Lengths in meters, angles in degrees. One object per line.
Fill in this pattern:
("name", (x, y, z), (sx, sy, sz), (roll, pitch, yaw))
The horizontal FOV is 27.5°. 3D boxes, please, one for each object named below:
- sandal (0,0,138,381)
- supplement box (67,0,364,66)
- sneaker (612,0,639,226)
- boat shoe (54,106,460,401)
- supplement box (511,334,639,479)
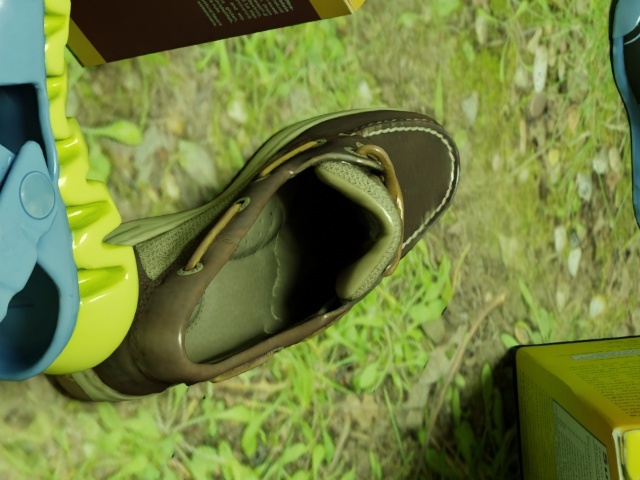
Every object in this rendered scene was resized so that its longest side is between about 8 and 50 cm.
("sandal", (-0.174, -0.070, 0.552), (0.138, 0.126, 0.317), (-40, 116, -59))
("supplement box", (-0.047, -0.209, 0.668), (0.129, 0.194, 0.191), (54, 51, -33))
("sneaker", (0.325, -0.118, 1.172), (0.081, 0.090, 0.232), (-21, 104, -48))
("boat shoe", (0.000, 0.000, 0.764), (0.342, 0.123, 0.123), (-25, 107, -47))
("supplement box", (0.254, 0.176, 0.857), (0.356, 0.195, 0.194), (-96, -179, -87))
